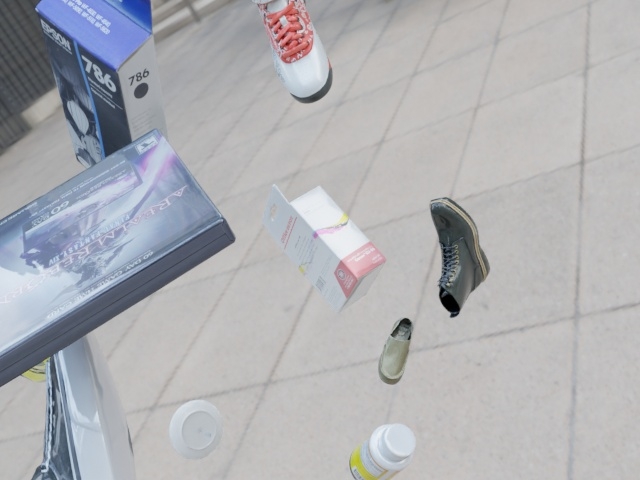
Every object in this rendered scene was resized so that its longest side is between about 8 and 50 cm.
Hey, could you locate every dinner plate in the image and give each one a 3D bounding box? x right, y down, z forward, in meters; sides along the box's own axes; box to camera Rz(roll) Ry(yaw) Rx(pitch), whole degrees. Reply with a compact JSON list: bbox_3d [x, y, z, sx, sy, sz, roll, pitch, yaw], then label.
[{"bbox_3d":[-0.294,0.454,1.914,0.141,0.141,0.017,-45,19,-29],"label":"dinner plate"}]

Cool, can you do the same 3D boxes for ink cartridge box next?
[{"bbox_3d":[-0.268,-0.189,1.007,0.165,0.333,0.065,37,57,25],"label":"ink cartridge box"},{"bbox_3d":[0.000,0.000,1.226,0.067,0.198,0.115,-32,-18,-31],"label":"ink cartridge box"}]

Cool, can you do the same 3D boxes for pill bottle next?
[{"bbox_3d":[0.158,0.537,2.006,0.117,0.117,0.215,-51,-4,-39],"label":"pill bottle"}]

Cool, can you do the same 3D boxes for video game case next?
[{"bbox_3d":[-0.188,-0.004,0.647,0.196,0.026,0.274,-32,27,-7],"label":"video game case"}]

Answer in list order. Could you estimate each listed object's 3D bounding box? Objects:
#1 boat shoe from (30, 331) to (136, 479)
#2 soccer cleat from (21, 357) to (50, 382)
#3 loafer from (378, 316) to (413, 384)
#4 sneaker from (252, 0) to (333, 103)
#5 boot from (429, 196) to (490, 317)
[{"bbox_3d":[-0.204,0.222,0.650,0.102,0.301,0.108,-12,-12,-5],"label":"boat shoe"},{"bbox_3d":[-0.431,0.167,1.190,0.121,0.093,0.289,-10,-13,-16],"label":"soccer cleat"},{"bbox_3d":[0.150,0.213,1.584,0.056,0.050,0.148,12,60,8],"label":"loafer"},{"bbox_3d":[-0.064,-0.355,1.286,0.090,0.145,0.270,-22,61,15],"label":"sneaker"},{"bbox_3d":[0.243,0.032,1.494,0.076,0.198,0.137,-13,28,46],"label":"boot"}]
